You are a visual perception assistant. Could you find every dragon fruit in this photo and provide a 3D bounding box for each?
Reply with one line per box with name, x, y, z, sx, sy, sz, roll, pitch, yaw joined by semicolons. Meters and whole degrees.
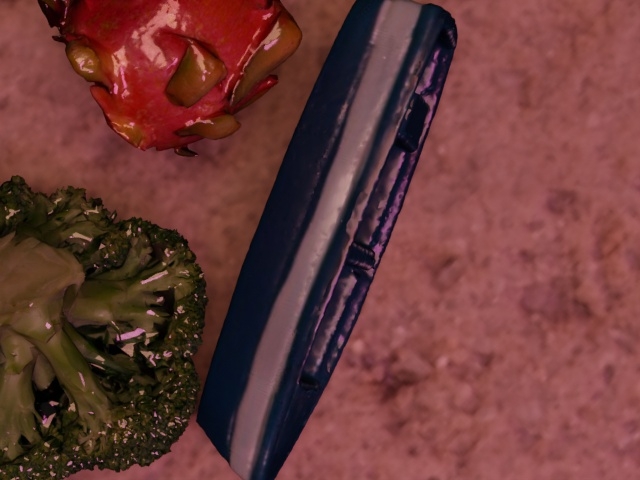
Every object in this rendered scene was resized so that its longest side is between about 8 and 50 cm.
dragon fruit;-0.074;-0.139;0.873;0.207;0.150;0.133;-56;133;-26

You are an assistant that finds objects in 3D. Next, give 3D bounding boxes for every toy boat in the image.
toy boat;0.000;0.000;0.885;0.062;0.096;0.299;21;89;11

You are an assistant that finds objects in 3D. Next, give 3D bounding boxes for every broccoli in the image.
broccoli;-0.154;0.049;0.855;0.195;0.156;0.195;-4;54;5
